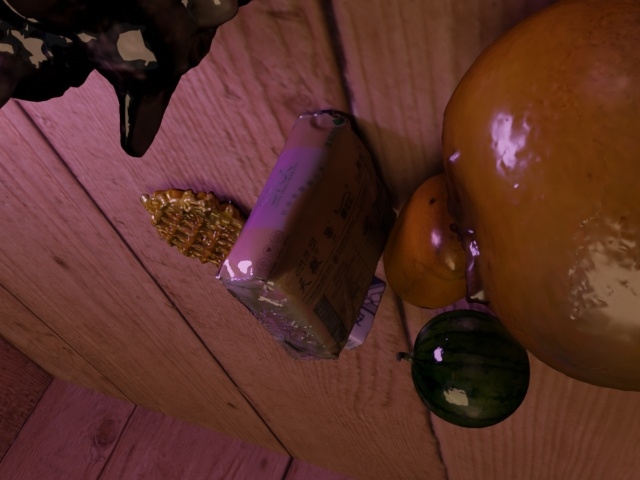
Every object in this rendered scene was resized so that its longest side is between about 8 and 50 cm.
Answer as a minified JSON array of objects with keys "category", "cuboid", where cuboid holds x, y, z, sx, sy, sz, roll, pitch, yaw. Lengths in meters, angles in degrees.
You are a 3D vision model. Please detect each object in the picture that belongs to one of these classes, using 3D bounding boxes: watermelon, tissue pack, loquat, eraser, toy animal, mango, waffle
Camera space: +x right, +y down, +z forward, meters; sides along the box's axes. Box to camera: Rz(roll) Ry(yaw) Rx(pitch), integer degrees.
[{"category":"watermelon","cuboid":[0.227,0.204,1.062,0.214,0.188,0.188,5,148,4]},{"category":"tissue pack","cuboid":[0.000,0.000,0.835,0.122,0.257,0.215,0,143,31]},{"category":"loquat","cuboid":[0.273,-0.048,0.532,0.359,0.328,0.328,-22,137,5]},{"category":"eraser","cuboid":[-0.005,0.079,1.098,0.210,0.125,0.068,32,150,-12]},{"category":"toy animal","cuboid":[-0.220,-0.206,0.623,0.344,0.303,0.194,6,149,31]},{"category":"mango","cuboid":[0.145,0.004,0.772,0.108,0.157,0.262,16,174,-5]},{"category":"waffle","cuboid":[-0.205,-0.010,1.169,0.237,0.059,0.243,7,147,29]}]
